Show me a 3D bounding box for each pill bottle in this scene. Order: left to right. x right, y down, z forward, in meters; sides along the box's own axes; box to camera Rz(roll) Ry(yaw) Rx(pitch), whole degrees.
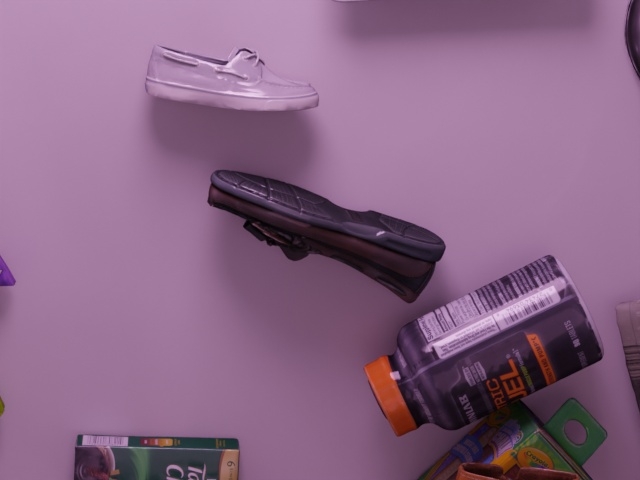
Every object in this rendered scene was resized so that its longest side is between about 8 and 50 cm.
[{"bbox_3d":[0.172,0.123,1.875,0.246,0.130,0.130,-26,104,1],"label":"pill bottle"}]

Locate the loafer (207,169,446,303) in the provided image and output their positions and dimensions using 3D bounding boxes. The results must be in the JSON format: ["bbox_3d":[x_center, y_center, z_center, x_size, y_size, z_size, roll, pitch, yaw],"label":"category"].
[{"bbox_3d":[0.000,0.000,1.852,0.268,0.096,0.084,17,106,-11],"label":"loafer"}]

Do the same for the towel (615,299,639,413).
[{"bbox_3d":[0.504,0.183,1.897,0.324,0.056,0.312,-7,108,28],"label":"towel"}]

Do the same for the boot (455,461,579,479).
[{"bbox_3d":[0.253,0.349,1.825,0.283,0.109,0.220,8,98,-2],"label":"boot"}]

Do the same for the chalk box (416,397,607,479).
[{"bbox_3d":[0.225,0.269,1.911,0.213,0.132,0.132,-43,103,5],"label":"chalk box"}]

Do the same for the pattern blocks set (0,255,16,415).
[{"bbox_3d":[-0.470,0.118,1.863,0.325,0.026,0.285,-45,103,5],"label":"pattern blocks set"}]

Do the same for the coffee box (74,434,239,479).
[{"bbox_3d":[-0.183,0.275,1.919,0.184,0.040,0.113,3,102,-6],"label":"coffee box"}]

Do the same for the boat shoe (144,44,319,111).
[{"bbox_3d":[-0.091,-0.174,1.821,0.184,0.066,0.063,8,103,3],"label":"boat shoe"}]

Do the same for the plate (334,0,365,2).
[{"bbox_3d":[0.132,-0.395,1.798,0.278,0.045,0.277,-4,104,-5],"label":"plate"}]

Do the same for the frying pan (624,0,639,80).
[{"bbox_3d":[0.400,-0.167,1.848,0.197,0.053,0.326,22,101,13],"label":"frying pan"}]
